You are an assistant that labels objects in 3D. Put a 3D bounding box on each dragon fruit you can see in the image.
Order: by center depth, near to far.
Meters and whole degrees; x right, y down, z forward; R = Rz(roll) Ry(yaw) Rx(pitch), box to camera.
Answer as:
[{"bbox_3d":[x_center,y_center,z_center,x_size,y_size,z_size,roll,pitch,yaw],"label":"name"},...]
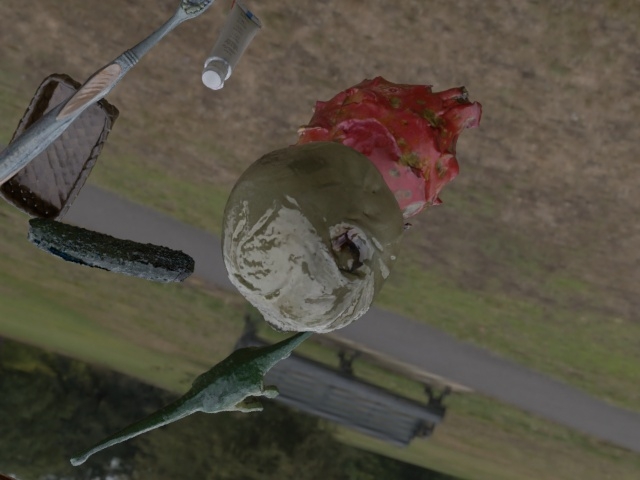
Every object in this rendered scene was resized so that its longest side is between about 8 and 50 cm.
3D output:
[{"bbox_3d":[0.087,-0.122,1.376,0.205,0.268,0.210,58,180,-7],"label":"dragon fruit"}]

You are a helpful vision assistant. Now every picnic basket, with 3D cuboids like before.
[{"bbox_3d":[-0.339,-0.120,1.333,0.110,0.193,0.055,33,-157,-4],"label":"picnic basket"}]

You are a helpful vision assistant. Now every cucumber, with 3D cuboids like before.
[{"bbox_3d":[-0.238,0.015,1.182,0.043,0.044,0.257,-24,157,27],"label":"cucumber"}]

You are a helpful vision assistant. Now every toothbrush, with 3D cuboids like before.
[{"bbox_3d":[-0.241,-0.162,1.099,0.028,0.375,0.037,49,172,-9],"label":"toothbrush"}]

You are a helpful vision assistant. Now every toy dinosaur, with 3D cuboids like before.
[{"bbox_3d":[-0.183,0.235,1.719,0.301,0.447,0.087,19,-148,-57],"label":"toy dinosaur"}]

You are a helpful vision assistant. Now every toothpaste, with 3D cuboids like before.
[{"bbox_3d":[-0.102,-0.225,1.181,0.031,0.190,0.048,-37,111,29],"label":"toothpaste"}]

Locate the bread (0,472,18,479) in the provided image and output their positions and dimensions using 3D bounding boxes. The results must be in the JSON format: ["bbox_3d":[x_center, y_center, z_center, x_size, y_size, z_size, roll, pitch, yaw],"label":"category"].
[{"bbox_3d":[-0.186,0.222,0.604,0.190,0.132,0.114,21,139,41],"label":"bread"}]

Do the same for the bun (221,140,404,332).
[{"bbox_3d":[0.000,0.000,0.929,0.167,0.173,0.113,-26,-165,-19],"label":"bun"}]
